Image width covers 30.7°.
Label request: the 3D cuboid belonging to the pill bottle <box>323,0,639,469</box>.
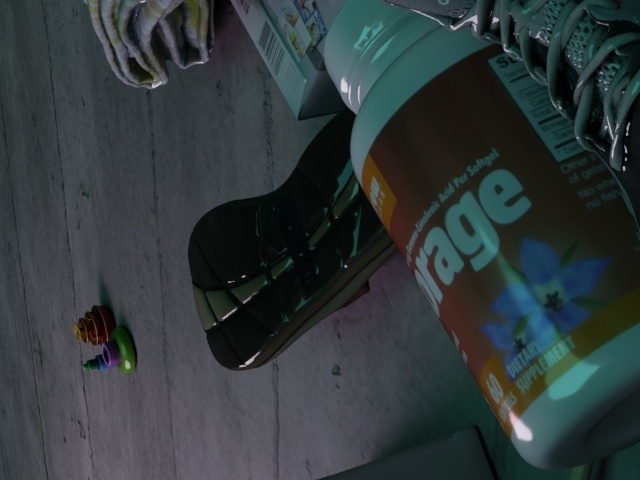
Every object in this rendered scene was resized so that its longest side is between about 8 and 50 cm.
[{"bbox_3d":[0.087,-0.021,0.504,0.216,0.121,0.121,61,148,27],"label":"pill bottle"}]

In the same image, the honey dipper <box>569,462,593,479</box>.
[{"bbox_3d":[0.132,0.098,0.575,0.030,0.030,0.161,41,134,48],"label":"honey dipper"}]

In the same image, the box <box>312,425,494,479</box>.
[{"bbox_3d":[0.019,0.190,0.715,0.170,0.130,0.091,-43,63,59],"label":"box"}]

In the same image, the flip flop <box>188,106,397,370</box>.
[{"bbox_3d":[0.000,0.000,0.736,0.277,0.080,0.112,-40,61,43],"label":"flip flop"}]

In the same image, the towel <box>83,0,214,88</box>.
[{"bbox_3d":[-0.145,-0.300,0.744,0.320,0.090,0.375,156,100,-82],"label":"towel"}]

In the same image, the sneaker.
[{"bbox_3d":[0.077,-0.069,0.409,0.229,0.132,0.086,-93,15,-47],"label":"sneaker"}]

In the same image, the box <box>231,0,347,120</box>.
[{"bbox_3d":[-0.005,-0.187,0.691,0.145,0.038,0.186,61,150,26],"label":"box"}]

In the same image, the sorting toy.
[{"bbox_3d":[-0.235,0.113,1.246,0.102,0.042,0.061,40,135,48],"label":"sorting toy"}]
